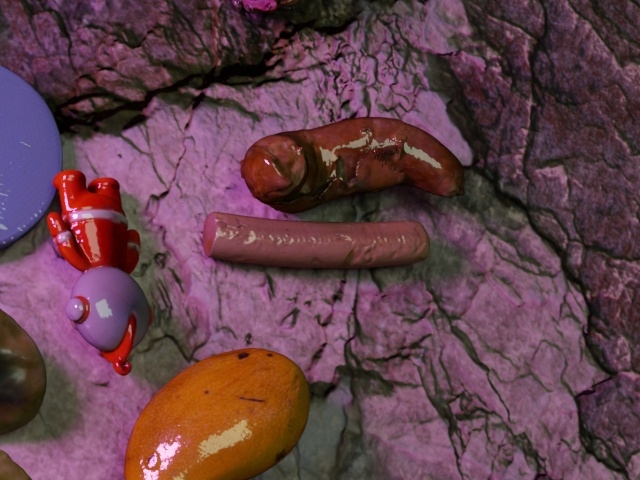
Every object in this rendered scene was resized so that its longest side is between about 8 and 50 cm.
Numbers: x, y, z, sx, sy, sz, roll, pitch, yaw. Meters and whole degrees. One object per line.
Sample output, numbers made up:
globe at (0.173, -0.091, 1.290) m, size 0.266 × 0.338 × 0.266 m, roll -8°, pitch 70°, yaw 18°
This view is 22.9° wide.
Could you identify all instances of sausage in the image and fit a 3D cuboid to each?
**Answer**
sausage at (-0.001, 0.002, 1.947) m, size 0.301 × 0.066 × 0.065 m, roll 2°, pitch 70°, yaw -23°

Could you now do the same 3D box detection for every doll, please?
doll at (-0.246, 0.038, 1.799) m, size 0.142 × 0.076 × 0.245 m, roll 8°, pitch 64°, yaw -50°

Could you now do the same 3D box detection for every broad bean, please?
broad bean at (-0.392, 0.131, 1.686) m, size 0.207 × 0.072 × 0.153 m, roll 16°, pitch 95°, yaw -32°

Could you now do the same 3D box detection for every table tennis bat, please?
table tennis bat at (-0.407, -0.061, 1.784) m, size 0.215 × 0.044 × 0.329 m, roll 20°, pitch 61°, yaw -18°

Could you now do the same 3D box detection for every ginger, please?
ginger at (0.029, -0.096, 1.963) m, size 0.309 × 0.133 × 0.107 m, roll -9°, pitch 103°, yaw -33°

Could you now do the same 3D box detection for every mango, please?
mango at (-0.117, 0.210, 1.767) m, size 0.157 × 0.109 × 0.262 m, roll 35°, pitch 48°, yaw 20°

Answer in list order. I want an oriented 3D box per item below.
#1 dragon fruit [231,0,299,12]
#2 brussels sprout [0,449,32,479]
dragon fruit at (-0.061, -0.329, 2.024) m, size 0.147 × 0.096 × 0.102 m, roll 28°, pitch 44°, yaw 36°
brussels sprout at (-0.358, 0.299, 1.611) m, size 0.161 × 0.144 × 0.180 m, roll -33°, pitch 86°, yaw -29°
